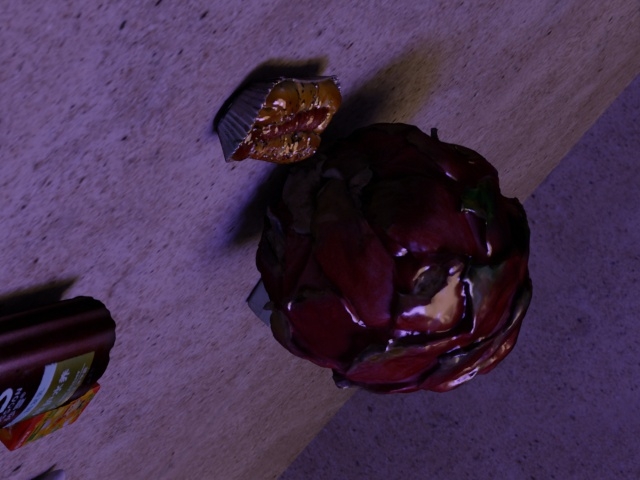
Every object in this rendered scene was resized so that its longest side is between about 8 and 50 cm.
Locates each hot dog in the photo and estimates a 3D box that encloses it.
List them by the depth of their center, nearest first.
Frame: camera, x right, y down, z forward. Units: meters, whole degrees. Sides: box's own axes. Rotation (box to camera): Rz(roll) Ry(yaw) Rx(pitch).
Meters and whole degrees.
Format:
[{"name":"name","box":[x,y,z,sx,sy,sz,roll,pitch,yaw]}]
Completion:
[{"name":"hot dog","box":[-0.038,-0.117,1.657,0.108,0.059,0.191,-54,164,19]}]

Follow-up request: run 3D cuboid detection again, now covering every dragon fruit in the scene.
[{"name":"dragon fruit","box":[0.089,0.027,1.931,0.329,0.329,0.329,-42,168,-11]}]

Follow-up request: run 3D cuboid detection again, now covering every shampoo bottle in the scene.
[{"name":"shampoo bottle","box":[-0.304,0.124,1.510,0.129,0.084,0.323,-52,166,18]}]

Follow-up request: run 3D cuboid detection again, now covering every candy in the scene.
[{"name":"candy","box":[-0.295,0.179,1.827,0.062,0.038,0.122,-51,166,26]}]

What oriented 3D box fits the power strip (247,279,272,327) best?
[{"name":"power strip","box":[0.000,0.000,2.171,0.093,0.053,0.288,-30,161,-46]}]

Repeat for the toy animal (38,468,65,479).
[{"name":"toy animal","box":[-0.367,0.365,2.049,0.131,0.104,0.221,-50,166,15]}]
